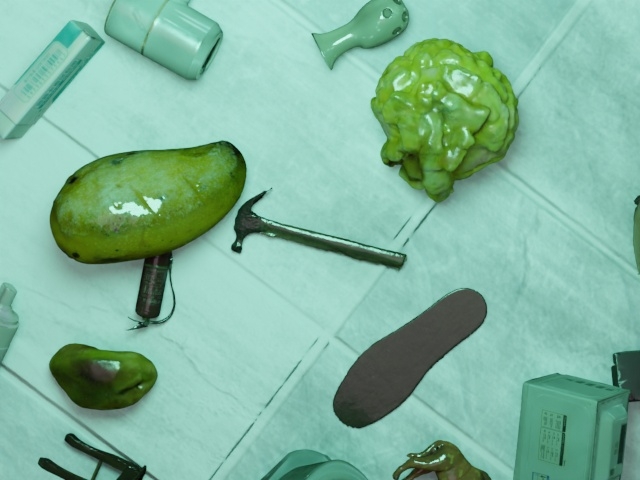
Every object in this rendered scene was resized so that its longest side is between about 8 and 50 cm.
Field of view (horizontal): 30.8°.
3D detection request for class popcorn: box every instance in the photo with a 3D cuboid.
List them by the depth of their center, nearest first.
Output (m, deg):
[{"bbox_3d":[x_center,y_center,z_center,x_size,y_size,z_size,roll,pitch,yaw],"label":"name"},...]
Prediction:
[{"bbox_3d":[0.192,-0.190,1.830,0.259,0.212,0.259,0,90,5],"label":"popcorn"}]

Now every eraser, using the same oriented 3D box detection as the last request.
[{"bbox_3d":[-0.454,-0.265,1.918,0.052,0.095,0.225,43,98,-2],"label":"eraser"}]

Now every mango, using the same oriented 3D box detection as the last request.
[{"bbox_3d":[-0.278,-0.060,1.904,0.329,0.175,0.177,-9,98,-12],"label":"mango"}]

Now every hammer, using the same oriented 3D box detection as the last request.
[{"bbox_3d":[0.000,0.000,1.955,0.297,0.027,0.125,16,103,2],"label":"hammer"}]

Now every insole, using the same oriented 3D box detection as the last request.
[{"bbox_3d":[0.149,0.198,1.980,0.328,0.007,0.111,-41,94,8],"label":"insole"}]

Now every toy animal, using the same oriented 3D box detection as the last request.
[{"bbox_3d":[0.259,0.433,1.975,0.229,0.066,0.224,-23,95,2],"label":"toy animal"}]

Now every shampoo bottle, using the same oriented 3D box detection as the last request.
[{"bbox_3d":[-0.598,0.210,1.995,0.092,0.092,0.303,29,100,0],"label":"shampoo bottle"}]

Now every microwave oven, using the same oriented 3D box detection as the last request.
[{"bbox_3d":[0.412,0.337,1.897,0.162,0.122,0.208,11,101,40],"label":"microwave oven"}]

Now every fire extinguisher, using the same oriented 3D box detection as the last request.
[{"bbox_3d":[-0.280,0.082,1.981,0.078,0.045,0.157,9,98,-19],"label":"fire extinguisher"}]

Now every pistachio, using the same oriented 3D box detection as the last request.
[{"bbox_3d":[-0.375,0.235,1.977,0.189,0.100,0.110,10,95,2],"label":"pistachio"}]

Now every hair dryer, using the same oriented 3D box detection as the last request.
[{"bbox_3d":[-0.191,-0.451,1.882,0.173,0.107,0.357,29,93,-3],"label":"hair dryer"}]

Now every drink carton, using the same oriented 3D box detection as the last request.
[{"bbox_3d":[-0.003,0.435,1.904,0.191,0.189,0.185,-39,86,-24],"label":"drink carton"}]

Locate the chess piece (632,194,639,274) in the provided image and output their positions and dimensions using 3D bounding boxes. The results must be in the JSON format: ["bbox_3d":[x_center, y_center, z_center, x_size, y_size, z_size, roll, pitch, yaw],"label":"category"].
[{"bbox_3d":[0.642,-0.011,1.856,0.260,0.143,0.143,-4,97,1],"label":"chess piece"}]

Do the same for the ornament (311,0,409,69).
[{"bbox_3d":[0.070,-0.340,1.884,0.156,0.081,0.075,-28,57,8],"label":"ornament"}]

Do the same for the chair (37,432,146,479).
[{"bbox_3d":[-0.346,0.489,1.982,0.319,0.160,0.186,26,100,3],"label":"chair"}]

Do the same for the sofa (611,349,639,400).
[{"bbox_3d":[0.561,0.224,1.934,0.147,0.060,0.085,-5,80,5],"label":"sofa"}]
